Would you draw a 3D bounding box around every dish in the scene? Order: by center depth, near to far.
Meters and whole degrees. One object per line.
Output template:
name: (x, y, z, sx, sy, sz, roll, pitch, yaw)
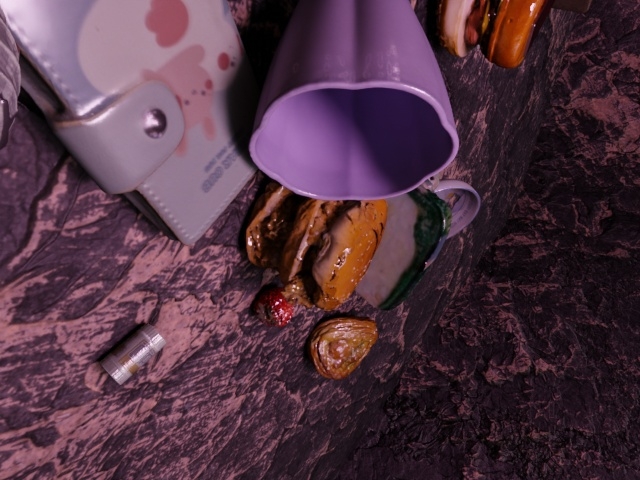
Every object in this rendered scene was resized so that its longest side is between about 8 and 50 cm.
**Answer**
dish: (0.328, -0.110, 1.250, 0.273, 0.134, 0.273, -10, 145, -7)

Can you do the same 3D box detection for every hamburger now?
hamburger: (-0.007, 0.001, 0.746, 0.260, 0.211, 0.245, -48, 154, -32)
hamburger: (0.389, -0.539, 0.904, 0.291, 0.225, 0.291, -47, 154, -31)

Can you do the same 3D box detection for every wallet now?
wallet: (-0.174, -0.167, 0.464, 0.252, 0.083, 0.360, -55, 150, -24)

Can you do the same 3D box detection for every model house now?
model house: (0.196, -0.032, 1.008, 0.284, 0.243, 0.299, -23, 144, -55)

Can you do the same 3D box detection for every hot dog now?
hot dog: (0.071, 0.299, 1.193, 0.196, 0.122, 0.272, -58, 153, 5)

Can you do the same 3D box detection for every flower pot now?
flower pot: (0.039, -0.214, 0.571, 0.265, 0.264, 0.243, 47, 38, -59)

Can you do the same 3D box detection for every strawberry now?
strawberry: (-0.092, 0.133, 0.846, 0.096, 0.083, 0.083, -72, 169, -56)

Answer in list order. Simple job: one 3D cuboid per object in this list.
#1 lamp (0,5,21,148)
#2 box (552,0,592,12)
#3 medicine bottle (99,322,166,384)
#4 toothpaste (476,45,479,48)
lamp: (-0.292, -0.099, 0.188, 0.265, 0.233, 0.233, -29, 137, -34)
box: (0.552, -0.693, 0.991, 0.143, 0.273, 0.184, -54, 149, -8)
medicine bottle: (-0.275, 0.166, 0.606, 0.083, 0.047, 0.047, -44, 146, -30)
toothpaste: (0.447, -0.624, 1.125, 0.049, 0.031, 0.204, -52, 151, -15)
